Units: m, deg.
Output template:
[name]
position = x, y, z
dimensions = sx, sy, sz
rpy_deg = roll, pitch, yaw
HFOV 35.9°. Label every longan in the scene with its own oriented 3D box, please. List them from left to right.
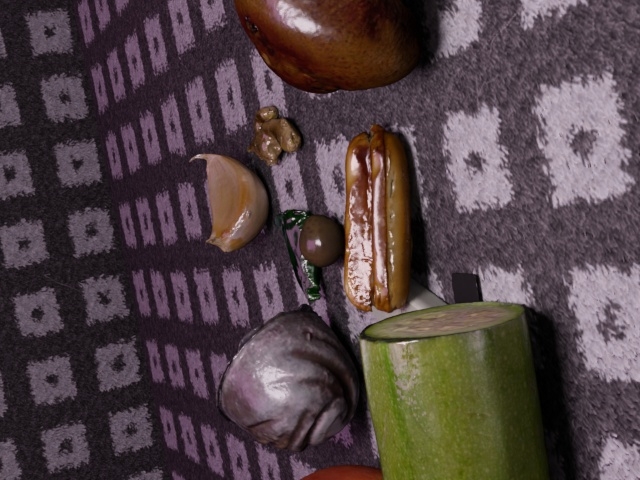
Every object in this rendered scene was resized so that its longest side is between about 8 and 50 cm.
[longan]
position = 0.000, 0.000, 2.015
dimensions = 0.113, 0.092, 0.113
rpy_deg = 166, 90, -78

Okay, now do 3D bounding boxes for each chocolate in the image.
[chocolate]
position = -0.039, 0.315, 2.042
dimensions = 0.213, 0.303, 0.303
rpy_deg = 37, 135, 33

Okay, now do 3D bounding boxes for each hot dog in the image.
[hot dog]
position = 0.108, -0.042, 1.738
dimensions = 0.135, 0.100, 0.337
rpy_deg = -2, 88, 52

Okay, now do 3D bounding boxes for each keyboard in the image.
[keyboard]
position = 0.255, 0.150, 1.638
dimensions = 0.074, 0.015, 0.197
rpy_deg = -4, 98, 61

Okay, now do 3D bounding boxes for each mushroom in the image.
[mushroom]
position = 0.014, -0.385, 1.614
dimensions = 0.260, 0.345, 0.345
rpy_deg = -63, 25, -9

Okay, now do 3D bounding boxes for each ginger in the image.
[ginger]
position = -0.099, -0.219, 2.170
dimensions = 0.214, 0.059, 0.133
rpy_deg = 38, 127, 52

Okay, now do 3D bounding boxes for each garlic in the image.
[garlic]
position = -0.207, -0.099, 2.328
dimensions = 0.145, 0.164, 0.245
rpy_deg = 101, 156, -73

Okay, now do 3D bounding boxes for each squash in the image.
[squash]
position = 0.214, 0.303, 1.505
dimensions = 0.263, 0.263, 0.385
rpy_deg = 3, 105, 64

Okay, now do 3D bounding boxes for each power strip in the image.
[power strip]
position = 0.145, 0.116, 1.802
dimensions = 0.338, 0.058, 0.098
rpy_deg = 39, 134, 54

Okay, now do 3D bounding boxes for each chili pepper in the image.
[chili pepper]
position = -0.037, 0.027, 2.146
dimensions = 0.108, 0.062, 0.216
rpy_deg = -42, 65, 62

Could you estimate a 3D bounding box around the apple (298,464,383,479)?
[apple]
position = 0.064, 0.609, 1.864
dimensions = 0.364, 0.363, 0.364
rpy_deg = 39, 135, 54
